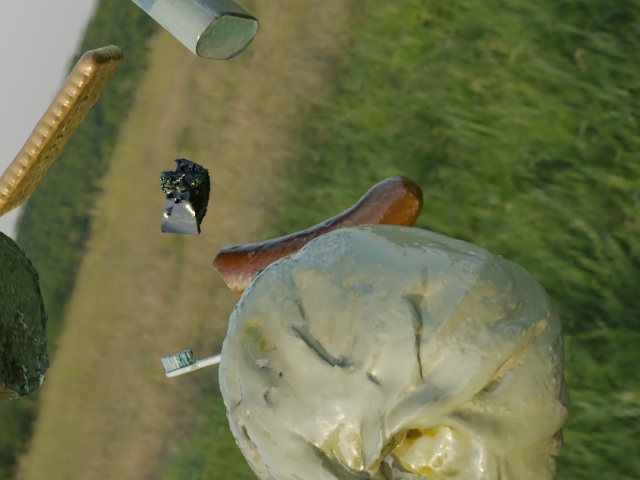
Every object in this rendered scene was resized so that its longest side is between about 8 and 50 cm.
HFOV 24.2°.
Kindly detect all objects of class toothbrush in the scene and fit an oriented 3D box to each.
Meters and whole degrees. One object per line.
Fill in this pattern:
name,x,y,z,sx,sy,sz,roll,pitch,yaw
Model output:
toothbrush,-0.079,0.145,2.284,0.386,0.040,0.040,-19,41,24

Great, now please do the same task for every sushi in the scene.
sushi,-0.179,-0.064,2.011,0.083,0.056,0.084,-54,-36,-56

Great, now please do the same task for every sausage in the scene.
sausage,0.002,0.004,2.010,0.076,0.302,0.103,55,-163,-52

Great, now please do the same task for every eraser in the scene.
eraser,-0.211,-0.354,2.110,0.081,0.227,0.174,-55,-14,18

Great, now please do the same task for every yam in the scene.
yam,-0.343,0.069,1.153,0.154,0.254,0.154,174,90,-83

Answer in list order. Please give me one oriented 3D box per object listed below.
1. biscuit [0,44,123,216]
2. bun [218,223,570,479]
biscuit,-0.333,-0.137,1.855,0.249,0.030,0.160,-54,2,12
bun,0.064,0.168,1.455,0.219,0.365,0.365,-55,-12,-63
